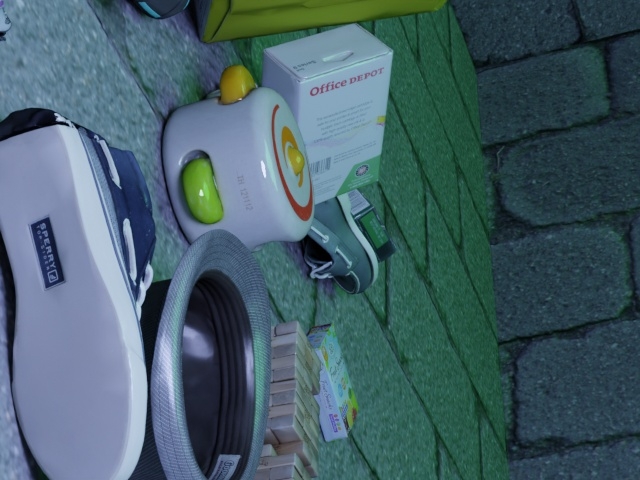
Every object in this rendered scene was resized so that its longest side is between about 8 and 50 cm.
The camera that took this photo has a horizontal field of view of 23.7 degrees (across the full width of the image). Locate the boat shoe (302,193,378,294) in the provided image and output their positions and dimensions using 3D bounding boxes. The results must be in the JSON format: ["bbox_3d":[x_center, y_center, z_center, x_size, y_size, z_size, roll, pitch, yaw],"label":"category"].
[{"bbox_3d":[0.000,0.000,2.241,0.099,0.116,0.319,-48,150,-16],"label":"boat shoe"}]

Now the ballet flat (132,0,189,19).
[{"bbox_3d":[-0.205,-0.398,1.767,0.096,0.095,0.280,1,76,-62],"label":"ballet flat"}]

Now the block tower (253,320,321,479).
[{"bbox_3d":[-0.055,0.260,1.771,0.097,0.091,0.335,61,22,-44],"label":"block tower"}]

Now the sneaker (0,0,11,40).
[{"bbox_3d":[-0.298,-0.212,1.377,0.098,0.038,0.069,-74,151,-43],"label":"sneaker"}]

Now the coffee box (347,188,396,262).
[{"bbox_3d":[0.042,-0.058,2.333,0.184,0.040,0.113,51,-7,46],"label":"coffee box"}]

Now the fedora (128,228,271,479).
[{"bbox_3d":[-0.144,0.132,1.481,0.244,0.124,0.275,41,48,-63],"label":"fedora"}]

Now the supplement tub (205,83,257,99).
[{"bbox_3d":[-0.102,-0.146,1.968,0.071,0.071,0.107,-54,129,-71],"label":"supplement tub"}]

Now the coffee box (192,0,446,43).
[{"bbox_3d":[-0.004,-0.462,1.879,0.338,0.338,0.334,133,-53,-78],"label":"coffee box"}]

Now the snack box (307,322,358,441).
[{"bbox_3d":[0.013,0.202,2.169,0.100,0.037,0.141,-61,136,-70],"label":"snack box"}]

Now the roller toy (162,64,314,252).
[{"bbox_3d":[-0.089,-0.083,1.817,0.191,0.146,0.209,60,22,-50],"label":"roller toy"}]

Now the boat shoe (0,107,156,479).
[{"bbox_3d":[-0.193,0.054,1.353,0.158,0.127,0.340,14,63,-65],"label":"boat shoe"}]

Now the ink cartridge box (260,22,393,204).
[{"bbox_3d":[0.003,-0.163,2.015,0.093,0.154,0.212,44,-38,36],"label":"ink cartridge box"}]
